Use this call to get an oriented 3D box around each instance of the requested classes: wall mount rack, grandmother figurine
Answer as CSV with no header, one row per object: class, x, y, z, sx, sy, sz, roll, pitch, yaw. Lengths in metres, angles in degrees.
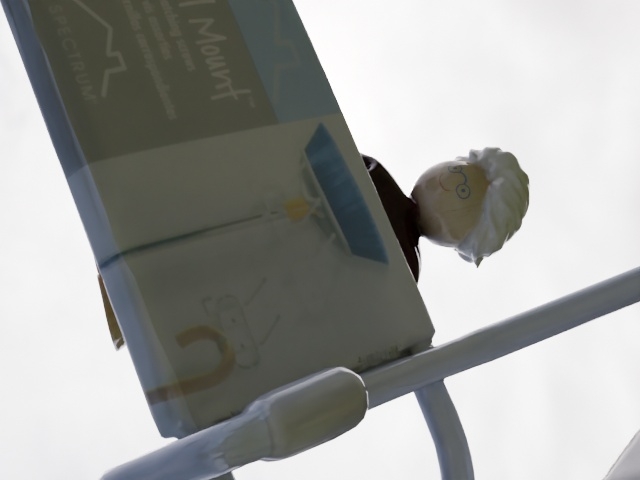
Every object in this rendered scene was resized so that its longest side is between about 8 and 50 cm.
wall mount rack,0.030,-0.059,0.440,0.304,0.130,0.350,-16,-99,-40
grandmother figurine,0.000,0.000,0.983,0.104,0.342,0.207,102,153,-71

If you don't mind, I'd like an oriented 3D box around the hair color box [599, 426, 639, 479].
hair color box,0.232,0.099,0.479,0.374,0.185,0.113,-25,-67,-58
